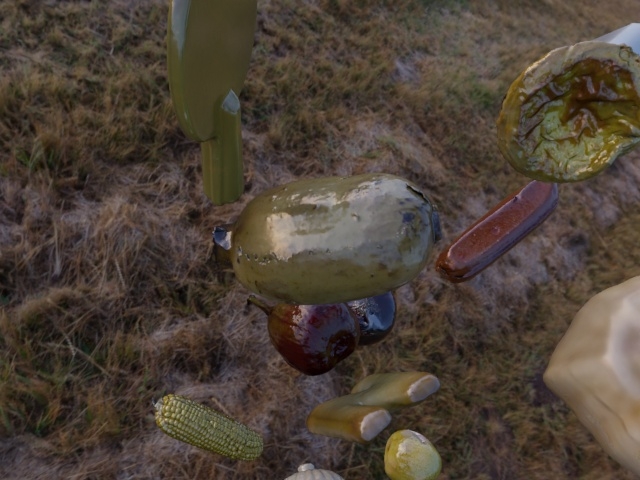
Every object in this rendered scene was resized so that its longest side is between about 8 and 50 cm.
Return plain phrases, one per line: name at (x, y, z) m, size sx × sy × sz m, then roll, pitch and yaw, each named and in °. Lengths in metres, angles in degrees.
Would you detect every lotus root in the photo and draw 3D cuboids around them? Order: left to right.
lotus root at (0.000, 0.000, 0.606) m, size 0.160 × 0.284 × 0.146 m, roll -66°, pitch 149°, yaw -69°

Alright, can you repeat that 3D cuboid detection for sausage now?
sausage at (0.384, -0.023, 1.077) m, size 0.330 × 0.102 × 0.102 m, roll -37°, pitch 88°, yaw -8°

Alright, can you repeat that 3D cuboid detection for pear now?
pear at (0.282, 0.667, 1.536) m, size 0.178 × 0.178 × 0.178 m, roll 21°, pitch 51°, yaw -28°

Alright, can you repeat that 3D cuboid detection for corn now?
corn at (-0.280, 0.470, 1.248) m, size 0.310 × 0.101 × 0.101 m, roll 34°, pitch 46°, yaw -19°

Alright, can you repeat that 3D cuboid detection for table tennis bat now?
table tennis bat at (-0.100, -0.157, 0.507) m, size 0.050 × 0.321 × 0.198 m, roll 13°, pitch 49°, yaw 2°

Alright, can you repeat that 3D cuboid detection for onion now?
onion at (0.131, 0.250, 1.800) m, size 0.273 × 0.285 × 0.273 m, roll 3°, pitch 69°, yaw -7°

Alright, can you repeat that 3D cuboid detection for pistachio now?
pistachio at (0.269, 0.111, 0.390) m, size 0.229 × 0.157 × 0.157 m, roll 23°, pitch 48°, yaw -46°

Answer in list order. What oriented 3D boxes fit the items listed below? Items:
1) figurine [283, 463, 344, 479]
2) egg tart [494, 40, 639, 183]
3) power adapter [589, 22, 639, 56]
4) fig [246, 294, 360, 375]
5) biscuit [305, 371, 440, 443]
figurine at (0.000, 0.624, 1.046) m, size 0.185 × 0.332 × 0.204 m, roll 2°, pitch 99°, yaw -11°
egg tart at (0.400, -0.202, 0.806) m, size 0.241 × 0.241 × 0.106 m, roll 36°, pitch 33°, yaw -15°
power adapter at (0.558, -0.329, 1.052) m, size 0.255 × 0.187 × 0.124 m, roll -38°, pitch 104°, yaw -28°
fig at (-0.057, 0.205, 1.134) m, size 0.190 × 0.290 × 0.191 m, roll 14°, pitch 72°, yaw -49°
biscuit at (0.107, 0.364, 1.125) m, size 0.237 × 0.290 × 0.062 m, roll -25°, pitch 87°, yaw -27°
